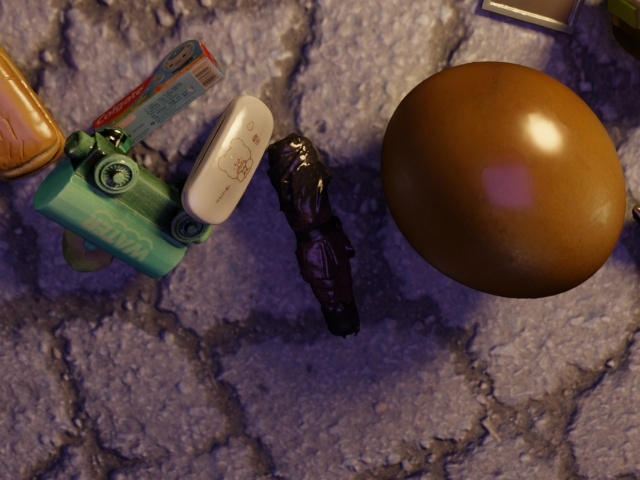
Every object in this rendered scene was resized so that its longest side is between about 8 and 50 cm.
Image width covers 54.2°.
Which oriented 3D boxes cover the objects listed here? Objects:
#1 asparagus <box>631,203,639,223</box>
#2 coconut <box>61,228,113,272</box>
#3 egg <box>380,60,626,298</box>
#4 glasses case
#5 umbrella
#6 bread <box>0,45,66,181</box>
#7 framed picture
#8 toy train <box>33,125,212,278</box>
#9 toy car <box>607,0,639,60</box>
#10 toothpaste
[{"bbox_3d":[0.599,-0.010,0.987,0.288,0.080,0.080,16,108,-18],"label":"asparagus"},{"bbox_3d":[-0.342,0.007,0.925,0.083,0.081,0.082,30,70,1],"label":"coconut"},{"bbox_3d":[0.240,-0.072,0.828,0.283,0.282,0.351,-42,113,11],"label":"egg"},{"bbox_3d":[-0.127,-0.113,0.869,0.074,0.049,0.193,37,69,-37],"label":"glasses case"},{"bbox_3d":[0.000,0.000,0.939,0.094,0.090,0.325,-19,110,0],"label":"umbrella"},{"bbox_3d":[-0.447,-0.179,0.855,0.116,0.077,0.200,-31,110,-2],"label":"bread"},{"bbox_3d":[0.315,-0.394,0.861,0.142,0.011,0.183,12,108,-8],"label":"framed picture"},{"bbox_3d":[-0.269,-0.043,0.866,0.159,0.101,0.248,-43,133,5],"label":"toy train"},{"bbox_3d":[0.522,-0.310,0.835,0.248,0.204,0.198,-26,133,7],"label":"toy car"},{"bbox_3d":[-0.230,-0.201,0.874,0.193,0.070,0.044,-34,138,8],"label":"toothpaste"}]
